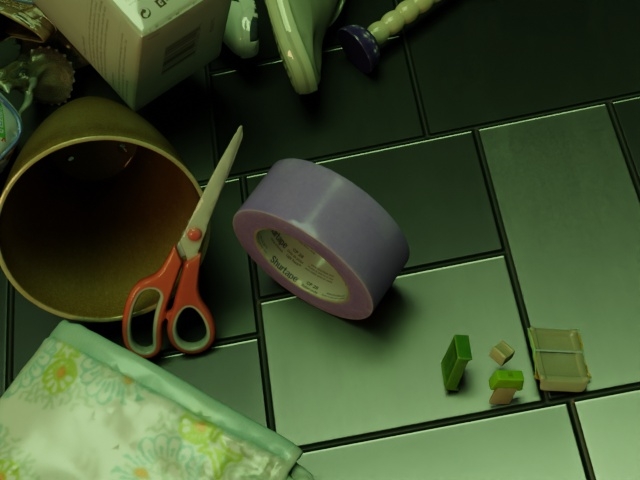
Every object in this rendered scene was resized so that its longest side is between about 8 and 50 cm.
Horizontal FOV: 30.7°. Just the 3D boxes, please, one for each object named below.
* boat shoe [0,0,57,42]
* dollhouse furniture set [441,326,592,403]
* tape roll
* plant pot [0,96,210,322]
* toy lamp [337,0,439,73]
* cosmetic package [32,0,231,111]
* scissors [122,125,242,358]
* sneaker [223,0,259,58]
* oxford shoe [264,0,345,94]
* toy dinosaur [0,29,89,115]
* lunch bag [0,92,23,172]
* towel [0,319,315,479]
[{"bbox_3d":[-0.431,-0.300,1.540,0.183,0.066,0.066,9,62,20],"label":"boat shoe"},{"bbox_3d":[0.214,0.140,1.278,0.152,0.058,0.076,3,49,-10],"label":"dollhouse furniture set"},{"bbox_3d":[0.000,0.000,1.309,0.189,0.189,0.080,25,66,24],"label":"tape roll"},{"bbox_3d":[-0.265,-0.071,1.394,0.237,0.237,0.254,-19,33,-2],"label":"plant pot"},{"bbox_3d":[0.148,-0.333,1.562,0.275,0.080,0.080,-38,59,-15],"label":"toy lamp"},{"bbox_3d":[-0.288,-0.365,1.441,0.155,0.197,0.365,-38,81,-22],"label":"cosmetic package"},{"bbox_3d":[-0.156,0.006,1.304,0.109,0.297,0.021,8,24,-7],"label":"scissors"},{"bbox_3d":[-0.184,-0.315,1.583,0.153,0.094,0.235,-15,54,-19],"label":"sneaker"},{"bbox_3d":[-0.014,-0.385,1.581,0.130,0.169,0.449,-6,52,5],"label":"oxford shoe"},{"bbox_3d":[-0.345,-0.298,1.628,0.160,0.121,0.313,39,70,18],"label":"toy dinosaur"},{"bbox_3d":[-0.543,-0.122,1.474,0.243,0.115,0.303,43,69,-12],"label":"lunch bag"},{"bbox_3d":[-0.229,0.287,1.230,0.375,0.090,0.320,25,65,24],"label":"towel"}]
